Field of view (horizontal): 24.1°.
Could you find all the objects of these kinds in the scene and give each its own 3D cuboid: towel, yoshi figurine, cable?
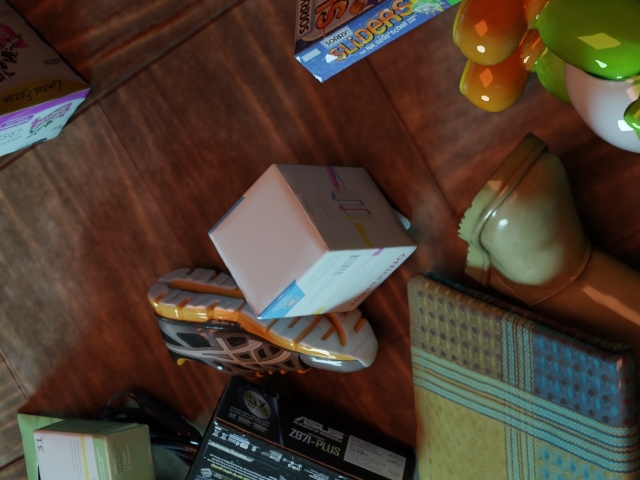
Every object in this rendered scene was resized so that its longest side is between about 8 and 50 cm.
[{"bbox_3d":[0.163,0.227,1.182,0.271,0.040,0.370,21,120,56],"label":"towel"},{"bbox_3d":[0.262,-0.062,1.064,0.362,0.203,0.203,27,130,14],"label":"yoshi figurine"},{"bbox_3d":[-0.149,0.236,1.412,0.184,0.047,0.150,34,115,12],"label":"cable"}]

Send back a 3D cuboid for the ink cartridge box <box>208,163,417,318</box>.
[{"bbox_3d":[0.000,0.000,1.229,0.092,0.143,0.090,-45,66,28],"label":"ink cartridge box"}]

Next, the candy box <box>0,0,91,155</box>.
[{"bbox_3d":[-0.338,-0.178,1.320,0.233,0.159,0.071,46,119,6],"label":"candy box"}]

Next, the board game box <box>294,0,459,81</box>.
[{"bbox_3d":[0.045,-0.225,1.116,0.136,0.201,0.035,-28,131,28],"label":"board game box"}]

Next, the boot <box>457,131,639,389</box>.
[{"bbox_3d":[0.237,0.046,1.098,0.269,0.236,0.089,35,82,15],"label":"boot"}]

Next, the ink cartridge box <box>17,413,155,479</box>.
[{"bbox_3d":[-0.232,0.251,1.393,0.235,0.056,0.171,-4,95,48],"label":"ink cartridge box"}]

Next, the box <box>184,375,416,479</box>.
[{"bbox_3d":[-0.028,0.225,1.305,0.180,0.077,0.147,23,116,-1],"label":"box"}]

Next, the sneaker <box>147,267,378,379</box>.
[{"bbox_3d":[-0.048,0.083,1.310,0.215,0.084,0.083,12,123,25],"label":"sneaker"}]
